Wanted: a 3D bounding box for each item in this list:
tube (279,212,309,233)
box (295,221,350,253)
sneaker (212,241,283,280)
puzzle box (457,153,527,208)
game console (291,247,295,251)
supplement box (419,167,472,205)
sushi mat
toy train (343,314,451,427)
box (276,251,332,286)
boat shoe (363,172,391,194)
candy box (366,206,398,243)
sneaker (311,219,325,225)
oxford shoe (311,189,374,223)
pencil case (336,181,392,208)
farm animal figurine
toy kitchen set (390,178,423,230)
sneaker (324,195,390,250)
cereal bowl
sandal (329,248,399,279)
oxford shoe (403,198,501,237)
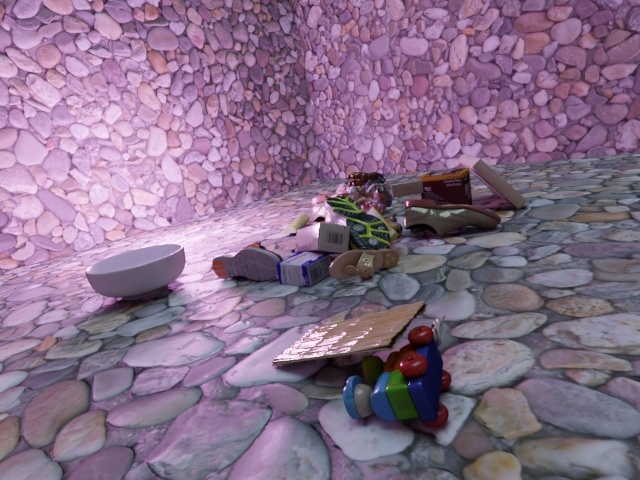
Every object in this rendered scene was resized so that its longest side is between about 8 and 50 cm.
[{"bbox_3d":[-0.124,-0.078,2.084,0.070,0.062,0.240,-49,-1,29],"label":"tube"},{"bbox_3d":[0.000,0.000,1.420,0.113,0.094,0.275,8,-7,-17],"label":"box"},{"bbox_3d":[-0.230,0.059,1.471,0.321,0.124,0.180,-1,18,35],"label":"sneaker"},{"bbox_3d":[0.772,-0.286,1.860,0.052,0.272,0.409,-49,3,18],"label":"puzzle box"},{"bbox_3d":[-0.052,0.002,1.682,0.122,0.107,0.071,1,-10,37],"label":"game console"},{"bbox_3d":[0.556,-0.205,1.790,0.191,0.194,0.129,-2,17,33],"label":"supplement box"},{"bbox_3d":[0.046,0.183,0.774,0.317,0.019,0.151,-24,2,43],"label":"sushi mat"},{"bbox_3d":[0.137,0.206,0.689,0.143,0.105,0.248,-19,9,24],"label":"toy train"},{"bbox_3d":[-0.051,0.090,1.320,0.137,0.072,0.126,1,17,40],"label":"box"},{"bbox_3d":[0.347,-0.357,2.646,0.187,0.156,0.500,-9,15,-3],"label":"boat shoe"},{"bbox_3d":[0.202,-0.037,1.480,0.105,0.027,0.206,-47,33,13],"label":"candy box"},{"bbox_3d":[0.046,-0.089,1.938,0.221,0.087,0.128,-20,18,-36],"label":"sneaker"},{"bbox_3d":[0.108,-0.160,2.037,0.140,0.146,0.397,15,-16,-39],"label":"oxford shoe"},{"bbox_3d":[0.227,-0.241,2.237,0.183,0.160,0.410,-40,21,-11],"label":"pencil case"},{"bbox_3d":[0.234,-0.137,1.734,0.172,0.330,0.327,-18,-13,-16],"label":"farm animal figurine"},{"bbox_3d":[0.358,-0.149,1.684,0.122,0.207,0.166,-8,14,6],"label":"toy kitchen set"},{"bbox_3d":[0.130,-0.022,1.452,0.145,0.147,0.384,-8,34,-18],"label":"sneaker"},{"bbox_3d":[-0.661,0.124,1.496,0.339,0.141,0.339,-11,14,3],"label":"cereal bowl"},{"bbox_3d":[0.149,0.072,1.221,0.240,0.088,0.079,-10,15,-25],"label":"sandal"},{"bbox_3d":[0.484,-0.066,1.517,0.348,0.130,0.123,9,-15,18],"label":"oxford shoe"}]
